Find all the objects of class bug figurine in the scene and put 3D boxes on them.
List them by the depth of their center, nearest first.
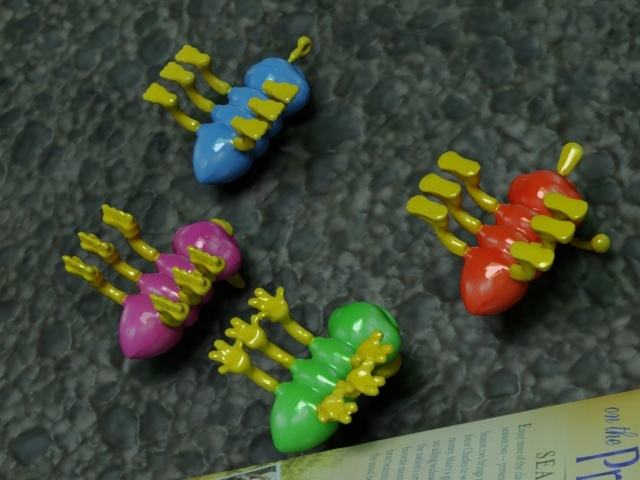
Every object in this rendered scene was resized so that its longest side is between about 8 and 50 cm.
[{"bbox_3d":[0.000,0.000,1.034,0.279,0.072,0.216,27,65,36],"label":"bug figurine"}]

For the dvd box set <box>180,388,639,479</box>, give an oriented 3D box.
[{"bbox_3d":[-0.004,0.176,0.834,0.420,0.062,0.307,-13,18,11],"label":"dvd box set"}]
